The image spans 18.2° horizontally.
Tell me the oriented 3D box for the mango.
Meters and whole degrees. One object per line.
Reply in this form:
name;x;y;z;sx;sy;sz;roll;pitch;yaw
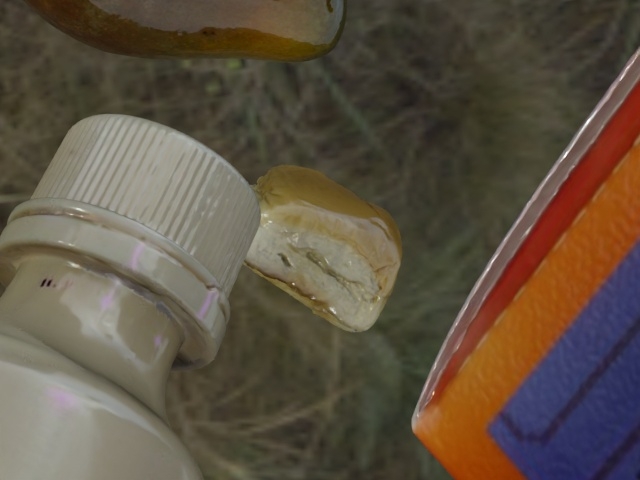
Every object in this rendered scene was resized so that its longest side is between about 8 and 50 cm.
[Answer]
mango;-0.106;-0.180;1.284;0.267;0.111;0.133;17;94;-26

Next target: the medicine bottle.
medicine bottle;-0.093;0.081;0.559;0.114;0.114;0.252;41;60;-32

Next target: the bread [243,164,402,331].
bread;-0.002;0.000;1.339;0.125;0.106;0.082;32;93;-12

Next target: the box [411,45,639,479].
box;0.266;-0.007;0.548;0.257;0.319;0.348;47;36;21
